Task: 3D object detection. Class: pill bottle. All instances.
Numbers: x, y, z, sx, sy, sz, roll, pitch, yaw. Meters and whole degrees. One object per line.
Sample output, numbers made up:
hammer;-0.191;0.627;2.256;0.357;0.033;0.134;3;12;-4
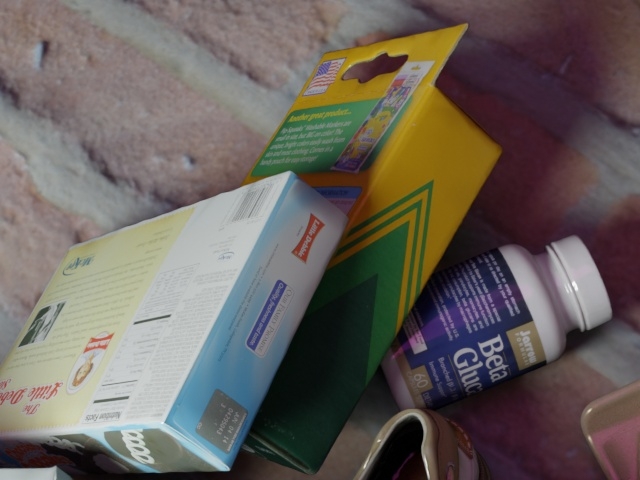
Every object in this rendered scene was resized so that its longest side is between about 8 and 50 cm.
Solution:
pill bottle;0.122;0.059;0.918;0.169;0.094;0.094;-23;62;2

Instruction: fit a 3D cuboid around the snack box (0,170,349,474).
snack box;-0.130;0.070;0.875;0.322;0.060;0.187;-14;43;52

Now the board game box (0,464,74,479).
board game box;-0.286;0.234;0.858;0.303;0.224;0.098;-2;62;12

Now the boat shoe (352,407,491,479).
boat shoe;0.024;0.253;0.832;0.113;0.103;0.302;7;64;28

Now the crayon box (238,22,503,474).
crayon box;0.000;0.000;0.923;0.203;0.083;0.323;3;58;60

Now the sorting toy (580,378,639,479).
sorting toy;0.309;0.171;0.856;0.193;0.038;0.208;-25;66;0
